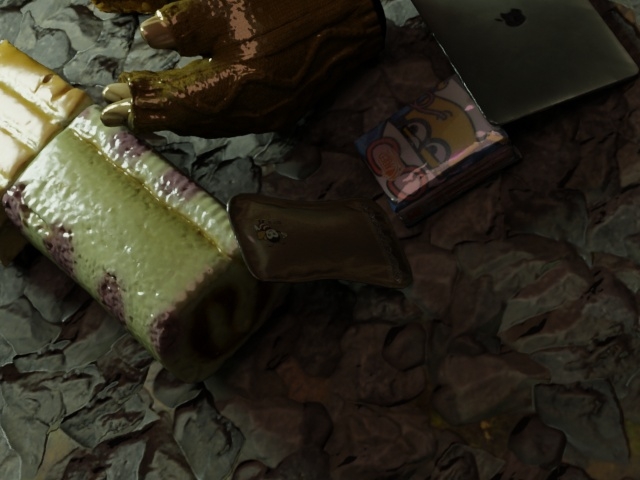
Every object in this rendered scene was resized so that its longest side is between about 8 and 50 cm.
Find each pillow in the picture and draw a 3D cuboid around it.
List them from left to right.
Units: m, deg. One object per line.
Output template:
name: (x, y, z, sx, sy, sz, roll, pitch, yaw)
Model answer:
pillow: (0.000, 0.000, 1.579, 0.033, 0.218, 0.130, -53, 46, 41)

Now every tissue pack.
tissue pack: (0.132, -0.104, 1.636, 0.155, 0.065, 0.115, -32, 57, 5)

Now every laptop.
laptop: (0.223, -0.253, 1.666, 0.188, 0.015, 0.269, -20, 57, -11)

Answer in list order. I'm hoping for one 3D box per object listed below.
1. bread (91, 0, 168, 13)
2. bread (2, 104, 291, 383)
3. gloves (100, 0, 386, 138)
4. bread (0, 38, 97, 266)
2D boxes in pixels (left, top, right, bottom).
bread: (-0.232, -0.432, 1.947, 0.139, 0.077, 0.271, 4, 65, 22)
bread: (-0.203, 0.001, 1.676, 0.187, 0.155, 0.338, -45, 54, -12)
gloves: (-0.091, -0.208, 1.688, 0.356, 0.203, 0.155, -20, 60, -6)
bread: (-0.406, -0.122, 1.842, 0.246, 0.111, 0.239, 32, 78, 41)
